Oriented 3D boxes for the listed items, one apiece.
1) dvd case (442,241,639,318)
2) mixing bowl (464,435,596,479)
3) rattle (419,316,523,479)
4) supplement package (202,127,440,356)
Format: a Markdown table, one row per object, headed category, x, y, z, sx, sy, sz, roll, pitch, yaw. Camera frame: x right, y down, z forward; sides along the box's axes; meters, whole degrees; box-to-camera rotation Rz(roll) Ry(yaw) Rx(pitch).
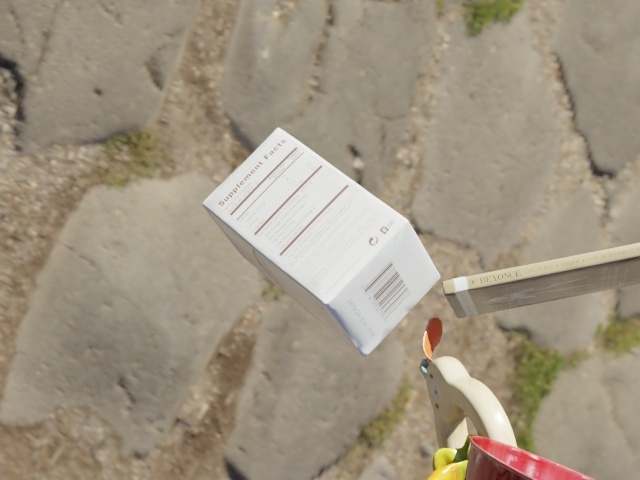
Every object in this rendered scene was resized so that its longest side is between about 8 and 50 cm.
| category | x | y | z | sx | sy | sz | roll | pitch | yaw |
| --- | --- | --- | --- | --- | --- | --- | --- | --- | --- |
| dvd case | 0.233 | 0.037 | 1.341 | 0.164 | 0.221 | 0.018 | 47 | 32 | -75 |
| mixing bowl | 0.177 | 0.227 | 1.030 | 0.181 | 0.181 | 0.098 | 21 | 91 | -48 |
| rattle | 0.088 | 0.169 | 1.241 | 0.142 | 0.200 | 0.130 | -25 | 148 | -6 |
| supplement package | 0.000 | 0.000 | 1.242 | 0.105 | 0.179 | 0.105 | -46 | 142 | -8 |
